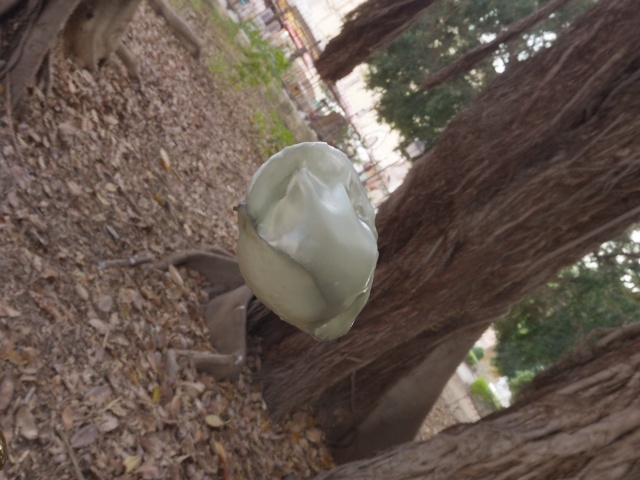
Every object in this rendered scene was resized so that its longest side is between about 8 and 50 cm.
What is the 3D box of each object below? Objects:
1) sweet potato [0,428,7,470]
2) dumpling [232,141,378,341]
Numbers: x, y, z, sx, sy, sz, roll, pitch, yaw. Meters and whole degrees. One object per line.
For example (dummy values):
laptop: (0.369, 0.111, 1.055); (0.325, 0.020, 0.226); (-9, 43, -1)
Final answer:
sweet potato: (-0.525, 0.215, 0.752); (0.097, 0.098, 0.291); (-96, 171, -73)
dumpling: (0.002, 0.003, 0.561); (0.215, 0.166, 0.126); (53, -24, -16)
